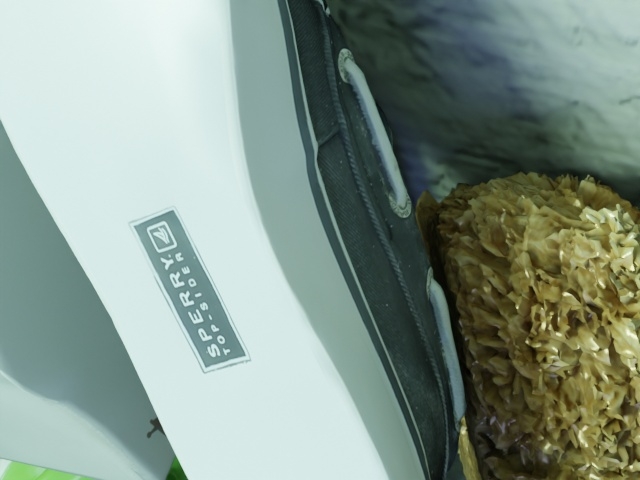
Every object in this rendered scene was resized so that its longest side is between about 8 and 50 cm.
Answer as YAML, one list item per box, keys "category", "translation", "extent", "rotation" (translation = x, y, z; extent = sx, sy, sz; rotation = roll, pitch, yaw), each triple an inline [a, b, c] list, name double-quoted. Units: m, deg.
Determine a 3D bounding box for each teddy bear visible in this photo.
- category: "teddy bear"
  translation: [0.127, 0.134, 0.468]
  extent: [0.113, 0.338, 0.245]
  rotation: [-12, 172, -2]

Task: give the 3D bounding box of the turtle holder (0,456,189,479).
- category: "turtle holder"
  translation: [-0.056, 0.165, 0.707]
  extent: [0.227, 0.320, 0.243]
  rotation: [-142, 39, -59]

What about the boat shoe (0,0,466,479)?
- category: "boat shoe"
  translation: [-0.023, -0.031, 0.392]
  extent: [0.108, 0.102, 0.301]
  rotation: [-16, 102, 34]

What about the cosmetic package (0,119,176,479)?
- category: "cosmetic package"
  translation: [-0.244, -0.008, 0.596]
  extent: [0.385, 0.156, 0.217]
  rotation: [2, 146, 34]
